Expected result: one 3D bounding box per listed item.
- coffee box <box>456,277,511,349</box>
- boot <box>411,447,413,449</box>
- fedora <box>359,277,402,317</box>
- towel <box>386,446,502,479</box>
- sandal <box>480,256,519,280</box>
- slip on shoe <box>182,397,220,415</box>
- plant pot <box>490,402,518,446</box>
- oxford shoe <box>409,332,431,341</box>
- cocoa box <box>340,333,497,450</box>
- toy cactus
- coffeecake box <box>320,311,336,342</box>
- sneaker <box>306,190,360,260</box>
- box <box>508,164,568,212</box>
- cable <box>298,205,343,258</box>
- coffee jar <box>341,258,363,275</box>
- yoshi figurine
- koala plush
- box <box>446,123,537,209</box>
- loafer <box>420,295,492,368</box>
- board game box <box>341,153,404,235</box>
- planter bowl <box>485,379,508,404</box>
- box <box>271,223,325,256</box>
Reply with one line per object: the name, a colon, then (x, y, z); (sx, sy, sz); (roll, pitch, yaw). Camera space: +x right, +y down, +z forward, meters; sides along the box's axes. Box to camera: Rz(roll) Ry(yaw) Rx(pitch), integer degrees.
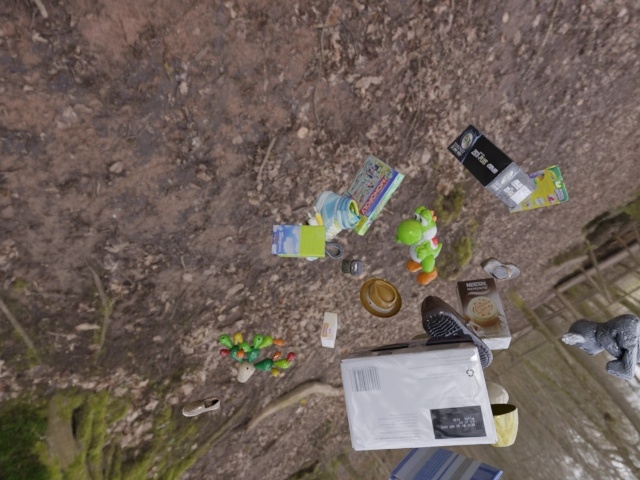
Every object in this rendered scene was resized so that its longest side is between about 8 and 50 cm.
coffee box: (0.597, 0.273, 1.503); (0.141, 0.246, 0.098); (-8, 141, 10)
boot: (0.511, 0.923, 1.732); (0.244, 0.176, 0.088); (10, 121, -19)
fedora: (0.261, 0.229, 1.708); (0.194, 0.194, 0.079); (-16, 150, -20)
towel: (0.367, 0.710, 1.216); (0.285, 0.034, 0.209); (-5, -170, 45)
sandal: (0.748, 0.127, 1.671); (0.219, 0.060, 0.090); (22, 124, -35)
slip on shoe: (-0.438, 0.611, 1.494); (0.135, 0.051, 0.041); (1, 140, -26)
plant pot: (0.531, 0.556, 1.213); (0.134, 0.095, 0.134); (-11, 169, -2)
oxford shoe: (0.369, 0.466, 1.553); (0.169, 0.130, 0.449); (-16, 175, 34)
cocoa box: (0.256, 0.396, 1.086); (0.347, 0.231, 0.228); (-11, 173, 15)
toy cactus: (-0.199, 0.351, 1.179); (0.219, 0.112, 0.180); (17, 118, -15)
coffeecake box: (0.049, 0.492, 2.219); (0.068, 0.142, 0.185); (8, 151, 7)
sneaker: (0.054, -0.051, 1.723); (0.127, 0.208, 0.319); (24, 83, -56)
box: (0.614, -0.147, 1.159); (0.043, 0.105, 0.179); (-23, -175, -25)
cable: (0.000, 0.000, 1.673); (0.139, 0.072, 0.287); (-49, 121, -16)
coffee jar: (0.184, 0.155, 2.356); (0.079, 0.096, 0.184); (3, 179, -16)
yoshi figurine: (0.414, 0.023, 1.775); (0.203, 0.203, 0.362); (6, 131, 23)
koala plush: (1.002, 0.345, 1.448); (0.196, 0.203, 0.221); (-19, -164, -38)
box: (0.402, -0.168, 0.943); (0.180, 0.147, 0.077); (18, 124, -45)
loafer: (0.439, 0.296, 1.301); (0.134, 0.130, 0.366); (-28, 122, 19)
board game box: (0.209, -0.210, 1.832); (0.046, 0.213, 0.317); (20, 109, -44)
planter bowl: (0.726, 0.707, 1.763); (0.162, 0.162, 0.109); (-50, 178, 41)
box: (-0.072, 0.002, 1.380); (0.178, 0.109, 0.042); (1, 165, 4)
